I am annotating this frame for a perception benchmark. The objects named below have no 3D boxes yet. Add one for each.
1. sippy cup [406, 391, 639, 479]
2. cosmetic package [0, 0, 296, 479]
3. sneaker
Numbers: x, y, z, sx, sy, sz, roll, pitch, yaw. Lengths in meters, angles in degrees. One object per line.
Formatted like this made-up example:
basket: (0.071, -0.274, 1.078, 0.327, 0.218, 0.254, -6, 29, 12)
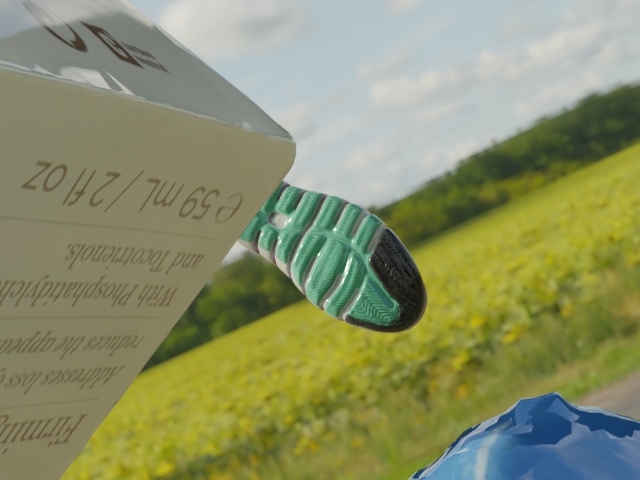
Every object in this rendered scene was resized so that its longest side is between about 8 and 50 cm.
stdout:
sippy cup: (0.061, 0.181, 0.590, 0.240, 0.305, 0.224, 17, -56, -27)
cosmetic package: (-0.290, 0.003, 0.765, 0.393, 0.327, 0.329, -53, -19, 12)
sneaker: (0.000, 0.000, 1.397, 0.083, 0.224, 0.098, -57, -21, 3)
